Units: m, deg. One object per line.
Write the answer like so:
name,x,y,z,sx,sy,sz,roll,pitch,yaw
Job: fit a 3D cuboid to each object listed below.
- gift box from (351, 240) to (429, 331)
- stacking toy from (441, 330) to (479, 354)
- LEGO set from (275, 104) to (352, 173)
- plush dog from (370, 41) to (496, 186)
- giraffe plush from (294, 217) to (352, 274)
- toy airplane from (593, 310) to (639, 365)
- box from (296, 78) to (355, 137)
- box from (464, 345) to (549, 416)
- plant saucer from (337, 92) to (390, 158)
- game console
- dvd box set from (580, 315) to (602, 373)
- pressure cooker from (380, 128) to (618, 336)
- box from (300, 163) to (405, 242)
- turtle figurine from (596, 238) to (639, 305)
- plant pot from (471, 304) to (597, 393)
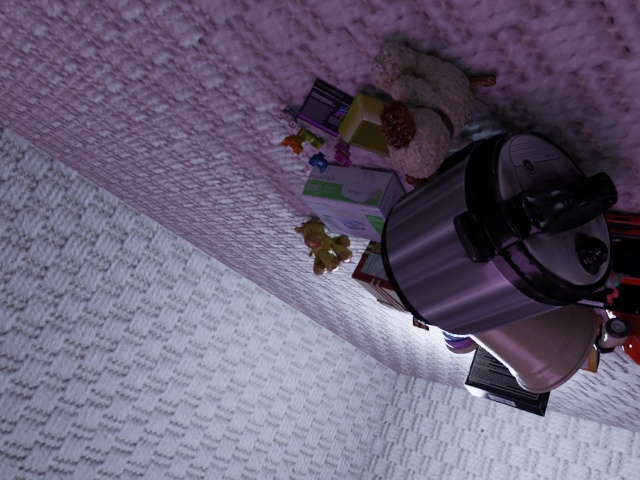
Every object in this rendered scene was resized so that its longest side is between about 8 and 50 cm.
gift box,0.297,0.121,1.777,0.277,0.255,0.258,23,167,46
stacking toy,0.500,0.274,2.092,0.141,0.141,0.330,4,128,46
LEGO set,-0.026,-0.264,1.448,0.227,0.093,0.087,35,128,-15
plush dog,0.203,-0.221,1.044,0.211,0.225,0.262,10,157,36
giraffe plush,0.000,0.000,2.045,0.170,0.182,0.210,54,-178,-37
toy airplane,0.985,0.319,1.490,0.384,0.273,0.386,62,167,-13
box,0.016,-0.315,1.325,0.116,0.029,0.162,26,162,-9
box,0.774,0.503,2.196,0.297,0.293,0.182,12,158,32
plant saucer,0.145,-0.249,1.275,0.188,0.045,0.188,17,162,-8
game console,0.664,0.057,1.369,0.387,0.060,0.341,9,146,27
dvd box set,0.782,0.326,1.990,0.421,0.062,0.307,11,146,33
pressure cooker,0.382,-0.017,1.129,0.376,0.369,0.420,34,144,-17
box,0.117,-0.108,1.616,0.262,0.126,0.231,13,160,32
turtle figurine,0.601,0.066,1.269,0.234,0.118,0.175,6,142,41
plant pot,0.599,0.243,1.686,0.306,0.333,0.334,32,160,-9
